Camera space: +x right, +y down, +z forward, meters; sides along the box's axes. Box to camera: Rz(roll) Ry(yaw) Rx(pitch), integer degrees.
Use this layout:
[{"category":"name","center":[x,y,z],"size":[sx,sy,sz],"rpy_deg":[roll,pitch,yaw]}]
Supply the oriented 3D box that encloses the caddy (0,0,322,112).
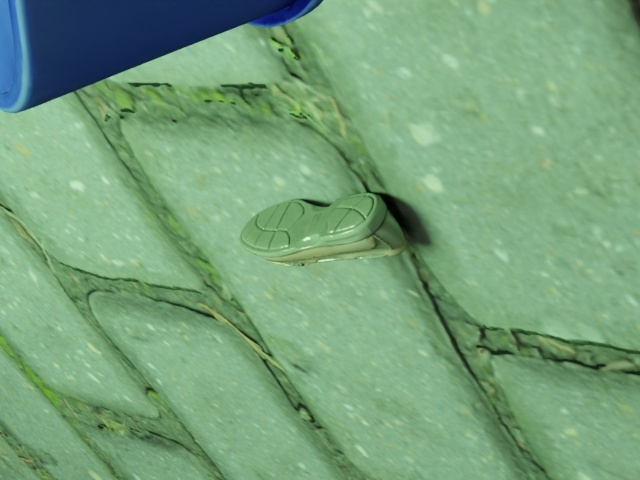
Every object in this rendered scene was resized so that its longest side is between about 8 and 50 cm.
[{"category":"caddy","center":[-0.082,-0.207,0.458],"size":[0.241,0.179,0.341],"rpy_deg":[52,157,20]}]

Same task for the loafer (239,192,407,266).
[{"category":"loafer","center":[0.000,0.000,0.808],"size":[0.125,0.045,0.039],"rpy_deg":[-7,136,48]}]
